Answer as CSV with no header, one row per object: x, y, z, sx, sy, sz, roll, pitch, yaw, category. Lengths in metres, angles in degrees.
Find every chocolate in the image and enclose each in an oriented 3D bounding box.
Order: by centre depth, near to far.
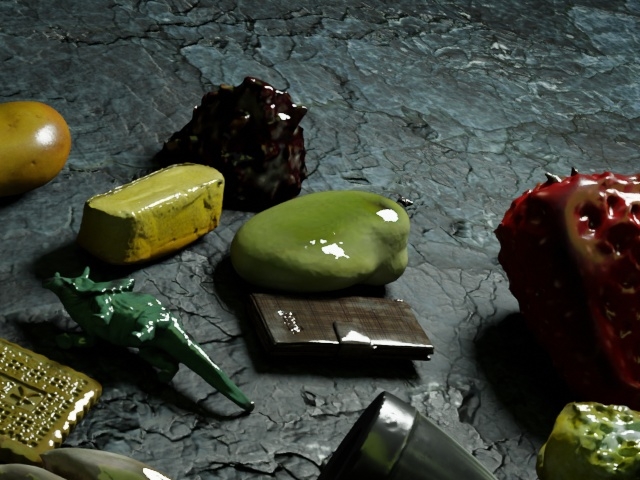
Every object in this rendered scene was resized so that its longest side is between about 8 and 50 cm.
-0.112,-0.172,2.069,0.224,0.177,0.206,7,32,-22,chocolate

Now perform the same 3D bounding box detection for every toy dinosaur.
-0.212,0.117,1.636,0.292,0.079,0.120,36,36,21,toy dinosaur

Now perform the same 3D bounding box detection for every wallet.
0.025,0.114,1.803,0.230,0.042,0.124,6,29,-22,wallet

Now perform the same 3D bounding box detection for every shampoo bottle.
0.104,-0.033,2.102,0.048,0.027,0.137,17,29,15,shampoo bottle

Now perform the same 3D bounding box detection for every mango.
-0.429,-0.117,1.862,0.138,0.113,0.253,28,33,17,mango

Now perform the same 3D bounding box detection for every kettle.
0.120,0.308,1.376,0.271,0.207,0.251,33,0,-1,kettle

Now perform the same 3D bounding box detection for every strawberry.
0.402,0.086,1.884,0.318,0.295,0.345,19,59,-32,strawberry

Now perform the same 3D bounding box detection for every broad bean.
0.000,0.000,1.902,0.263,0.121,0.189,-8,35,-34,broad bean

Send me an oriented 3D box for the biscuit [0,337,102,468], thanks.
-0.384,0.154,1.526,0.255,0.029,0.172,22,31,7,biscuit

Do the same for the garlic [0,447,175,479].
-0.184,0.326,1.250,0.325,0.132,0.279,20,29,-2,garlic

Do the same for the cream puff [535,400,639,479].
0.379,0.283,1.574,0.282,0.185,0.282,10,-3,1,cream puff

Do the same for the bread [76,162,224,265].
-0.226,-0.035,1.865,0.102,0.094,0.245,23,28,26,bread
